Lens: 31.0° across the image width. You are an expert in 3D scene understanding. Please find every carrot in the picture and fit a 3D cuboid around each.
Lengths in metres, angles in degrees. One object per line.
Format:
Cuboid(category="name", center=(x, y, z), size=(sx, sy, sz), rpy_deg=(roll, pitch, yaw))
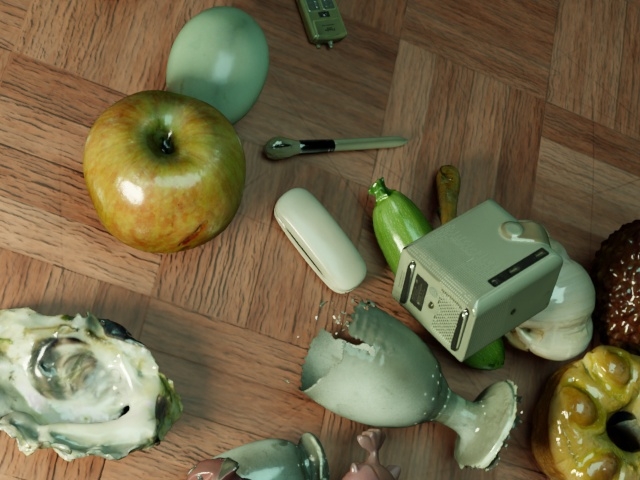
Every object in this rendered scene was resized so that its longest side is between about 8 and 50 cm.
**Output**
Cuboid(category="carrot", center=(0.230, -0.053, 2.070), size=(0.049, 0.049, 0.254), rpy_deg=(24, 37, -14))

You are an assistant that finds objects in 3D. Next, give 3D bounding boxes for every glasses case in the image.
Cuboid(category="glasses case", center=(0.000, 0.000, 1.991), size=(0.081, 0.051, 0.204), rpy_deg=(-35, 88, -31))

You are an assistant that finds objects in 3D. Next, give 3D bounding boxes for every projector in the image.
Cuboid(category="projector", center=(0.262, 0.057, 1.882), size=(0.242, 0.163, 0.177), rpy_deg=(-28, 56, -27))

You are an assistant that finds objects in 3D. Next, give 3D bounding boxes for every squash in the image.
Cuboid(category="squash", center=(0.194, 0.067, 2.024), size=(0.107, 0.107, 0.395), rpy_deg=(-29, 85, -30))

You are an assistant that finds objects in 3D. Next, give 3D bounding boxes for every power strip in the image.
Cuboid(category="power strip", center=(-0.004, -0.437, 2.167), size=(0.076, 0.028, 0.169), rpy_deg=(-13, 77, -28))

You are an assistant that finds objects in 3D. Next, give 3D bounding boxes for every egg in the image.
Cuboid(category="egg", center=(-0.175, -0.290, 1.954), size=(0.168, 0.168, 0.231), rpy_deg=(23, 65, -15))

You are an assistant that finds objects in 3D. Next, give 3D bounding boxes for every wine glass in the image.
Cuboid(category="wine glass", center=(0.138, 0.237, 1.888), size=(0.357, 0.190, 0.190), rpy_deg=(30, 62, -11))
Cuboid(category="wine glass", center=(-0.092, 0.365, 1.779), size=(0.204, 0.111, 0.111), rpy_deg=(-10, 75, -23))

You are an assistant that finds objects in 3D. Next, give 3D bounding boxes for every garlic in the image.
Cuboid(category="garlic", center=(0.378, 0.085, 2.048), size=(0.203, 0.185, 0.281), rpy_deg=(-20, 81, -36))

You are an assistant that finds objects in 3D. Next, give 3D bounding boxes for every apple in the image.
Cuboid(category="apple", center=(-0.248, -0.101, 1.823), size=(0.264, 0.264, 0.264), rpy_deg=(8, 68, -21))

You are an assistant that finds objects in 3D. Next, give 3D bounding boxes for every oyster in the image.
Cuboid(category="oyster", center=(-0.365, 0.224, 1.716), size=(0.351, 0.115, 0.238), rpy_deg=(15, 57, -24))

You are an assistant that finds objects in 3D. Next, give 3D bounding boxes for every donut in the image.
Cuboid(category="donut", center=(0.524, 0.342, 2.030), size=(0.299, 0.150, 0.317), rpy_deg=(-30, 91, -26))

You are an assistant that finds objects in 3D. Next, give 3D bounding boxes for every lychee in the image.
Cuboid(category="lychee", center=(0.622, 0.085, 2.117), size=(0.276, 0.276, 0.304), rpy_deg=(32, 88, -10))

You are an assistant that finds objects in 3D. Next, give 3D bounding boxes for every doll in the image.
Cuboid(category="doll", center=(0.070, 0.426, 1.803), size=(0.211, 0.093, 0.262), rpy_deg=(12, 79, -52))

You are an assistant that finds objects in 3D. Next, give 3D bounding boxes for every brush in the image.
Cuboid(category="brush", center=(0.034, -0.173, 2.078), size=(0.299, 0.042, 0.039), rpy_deg=(-6, 34, -27))

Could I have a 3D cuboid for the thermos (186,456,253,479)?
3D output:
Cuboid(category="thermos", center=(-0.098, 0.444, 1.690), size=(0.109, 0.136, 0.330), rpy_deg=(-45, 117, -28))
